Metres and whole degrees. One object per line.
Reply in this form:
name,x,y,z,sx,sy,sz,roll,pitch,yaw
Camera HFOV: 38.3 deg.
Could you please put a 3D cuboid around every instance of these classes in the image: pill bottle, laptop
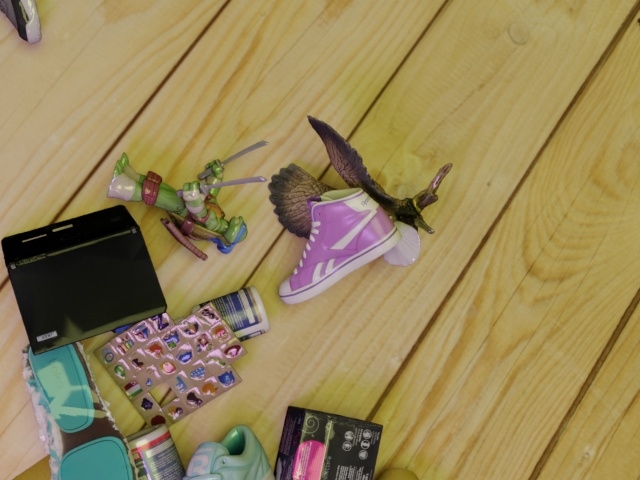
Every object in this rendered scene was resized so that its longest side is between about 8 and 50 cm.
pill bottle,-0.187,0.154,1.730,0.169,0.094,0.094,-19,89,-9
laptop,-0.421,0.058,1.626,0.234,0.264,0.136,-17,112,-17
pill bottle,-0.295,0.433,1.664,0.108,0.108,0.180,-22,90,-17

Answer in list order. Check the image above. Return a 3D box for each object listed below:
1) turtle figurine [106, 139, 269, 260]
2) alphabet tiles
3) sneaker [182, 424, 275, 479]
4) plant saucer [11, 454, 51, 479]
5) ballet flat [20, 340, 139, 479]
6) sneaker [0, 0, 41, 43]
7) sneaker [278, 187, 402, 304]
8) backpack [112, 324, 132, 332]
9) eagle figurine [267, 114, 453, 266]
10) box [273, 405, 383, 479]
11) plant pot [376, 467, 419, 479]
turtle figurine,-0.240,-0.116,1.703,0.266,0.274,0.198,17,45,-9
alphabet tiles,-0.263,0.220,1.687,0.237,0.009,0.198,-33,101,8
sneaker,-0.205,0.435,1.591,0.135,0.366,0.150,-17,98,22
plant saucer,-0.493,0.589,1.607,0.333,0.081,0.333,-34,93,-16
ballet flat,-0.411,0.348,1.604,0.147,0.147,0.409,-15,73,-17
sneaker,-0.618,-0.464,1.686,0.153,0.101,0.268,-23,84,-16
sneaker,0.000,-0.001,1.739,0.282,0.102,0.161,-35,102,25
backpack,-0.366,0.105,1.674,0.101,0.120,0.098,-25,49,-18
eagle figurine,0.070,-0.090,1.793,0.298,0.225,0.226,16,90,-24
box,0.003,0.448,1.730,0.163,0.142,0.247,14,81,-15
plant pot,0.150,0.498,1.783,0.134,0.134,0.095,18,52,-13
